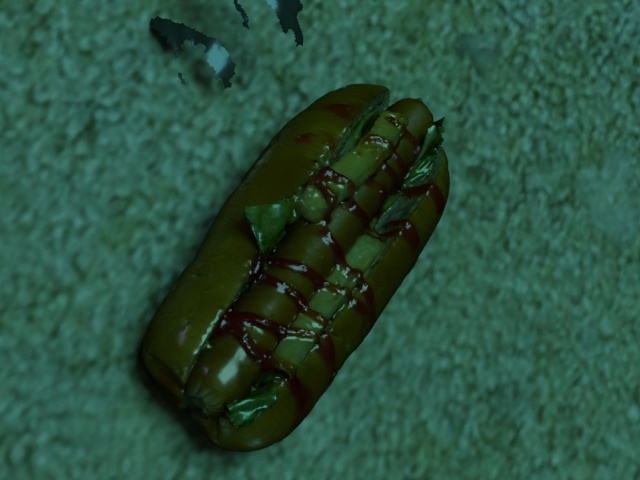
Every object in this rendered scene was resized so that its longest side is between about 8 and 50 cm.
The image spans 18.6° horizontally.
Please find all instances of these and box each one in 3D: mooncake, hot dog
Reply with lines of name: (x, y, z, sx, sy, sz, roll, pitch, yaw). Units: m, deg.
mooncake: (-0.169, -0.093, 0.948, 0.347, 0.057, 0.150, -31, 102, -34)
hot dog: (0.000, 0.000, 1.005, 0.104, 0.076, 0.250, 46, 53, -9)
